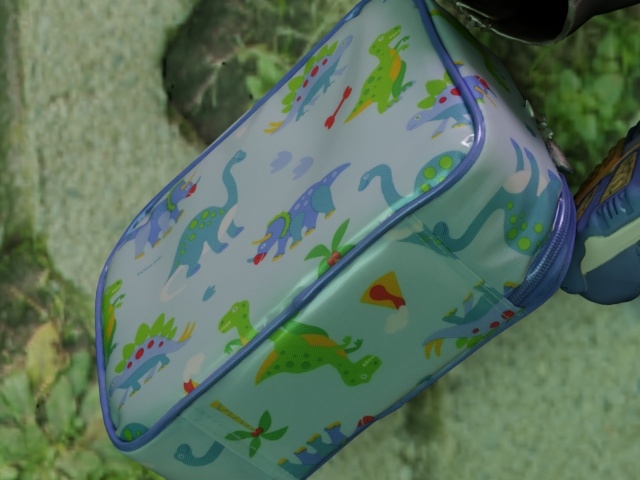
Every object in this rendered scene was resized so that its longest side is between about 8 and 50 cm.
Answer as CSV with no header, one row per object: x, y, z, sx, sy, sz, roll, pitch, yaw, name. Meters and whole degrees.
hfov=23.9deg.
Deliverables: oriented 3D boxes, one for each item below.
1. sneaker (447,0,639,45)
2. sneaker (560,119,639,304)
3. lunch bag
0.052,-0.175,0.644,0.222,0.118,0.083,40,129,13,sneaker
0.229,-0.034,0.605,0.296,0.112,0.131,-34,104,30,sneaker
0.000,0.000,0.665,0.219,0.176,0.090,-41,123,16,lunch bag
